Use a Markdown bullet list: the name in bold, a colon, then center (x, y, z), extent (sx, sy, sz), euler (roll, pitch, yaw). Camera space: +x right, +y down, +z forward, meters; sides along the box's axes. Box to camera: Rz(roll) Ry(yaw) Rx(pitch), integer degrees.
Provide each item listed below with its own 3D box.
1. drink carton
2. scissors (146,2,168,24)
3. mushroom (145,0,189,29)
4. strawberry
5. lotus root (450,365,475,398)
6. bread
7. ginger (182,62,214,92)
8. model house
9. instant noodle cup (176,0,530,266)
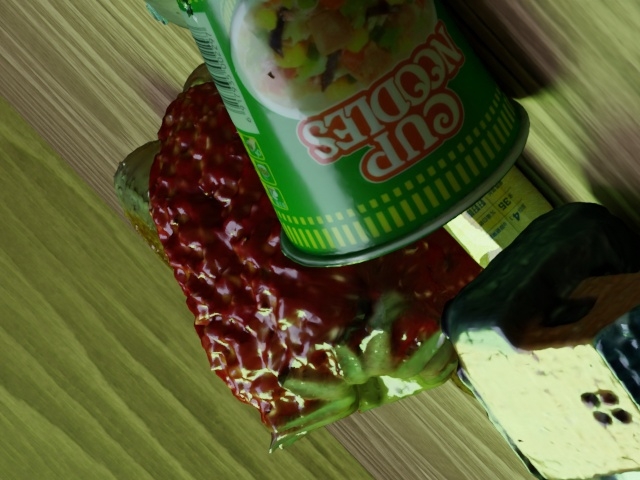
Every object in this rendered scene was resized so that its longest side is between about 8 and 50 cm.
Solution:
- **drink carton**: center (0.146, -0.013, 1.209), extent (0.200, 0.084, 0.074), euler (45, -176, -5)
- **scissors**: center (-0.193, -0.269, 1.674), extent (0.036, 0.006, 0.083), euler (37, 166, 41)
- **mushroom**: center (-0.117, -0.223, 1.164), extent (0.109, 0.097, 0.351), euler (14, 179, 20)
- **strawberry**: center (0.001, 0.000, 1.431), extent (0.292, 0.292, 0.343), euler (83, 167, -71)
- **lotus root**: center (0.167, 0.115, 1.555), extent (0.108, 0.094, 0.191), euler (41, 174, -15)
- **bread**: center (-0.127, -0.014, 1.952), extent (0.305, 0.159, 0.305), euler (46, 171, 9)
- **ginger**: center (-0.067, -0.106, 1.627), extent (0.204, 0.080, 0.104), euler (50, -168, -15)
- **model house**: center (0.266, 0.091, 1.020), extent (0.253, 0.184, 0.291), euler (54, 153, -13)
- **instant noodle cup**: center (0.003, -0.132, 1.057), extent (0.232, 0.207, 0.207), euler (57, 164, -24)
